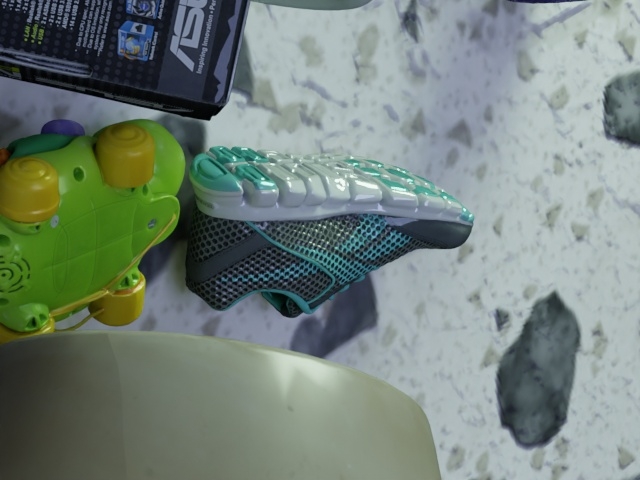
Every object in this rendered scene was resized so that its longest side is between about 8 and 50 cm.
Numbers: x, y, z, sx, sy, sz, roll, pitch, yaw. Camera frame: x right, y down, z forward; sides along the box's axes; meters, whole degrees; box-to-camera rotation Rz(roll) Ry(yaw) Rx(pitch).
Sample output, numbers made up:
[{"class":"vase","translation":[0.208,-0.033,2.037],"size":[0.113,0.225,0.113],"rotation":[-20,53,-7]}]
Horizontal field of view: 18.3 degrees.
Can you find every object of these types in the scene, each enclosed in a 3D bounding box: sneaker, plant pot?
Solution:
[{"class":"sneaker","translation":[0.000,0.000,0.934],"size":[0.166,0.065,0.076],"rotation":[3,111,-38]},{"class":"plant pot","translation":[-0.062,0.193,0.762],"size":[0.323,0.323,0.280],"rotation":[24,65,-41]}]

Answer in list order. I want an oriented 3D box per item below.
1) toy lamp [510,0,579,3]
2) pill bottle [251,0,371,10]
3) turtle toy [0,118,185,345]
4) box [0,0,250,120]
[{"class":"toy lamp","translation":[0.117,-0.259,0.978],"size":[0.080,0.080,0.275],"rotation":[-16,109,-39]},{"class":"pill bottle","translation":[-0.013,-0.230,0.833],"size":[0.130,0.130,0.246],"rotation":[15,86,-41]},{"class":"turtle toy","translation":[-0.104,-0.012,0.825],"size":[0.130,0.066,0.095],"rotation":[-24,135,-39]},{"class":"box","translation":[-0.113,-0.197,0.723],"size":[0.216,0.060,0.270],"rotation":[11,88,-6]}]
